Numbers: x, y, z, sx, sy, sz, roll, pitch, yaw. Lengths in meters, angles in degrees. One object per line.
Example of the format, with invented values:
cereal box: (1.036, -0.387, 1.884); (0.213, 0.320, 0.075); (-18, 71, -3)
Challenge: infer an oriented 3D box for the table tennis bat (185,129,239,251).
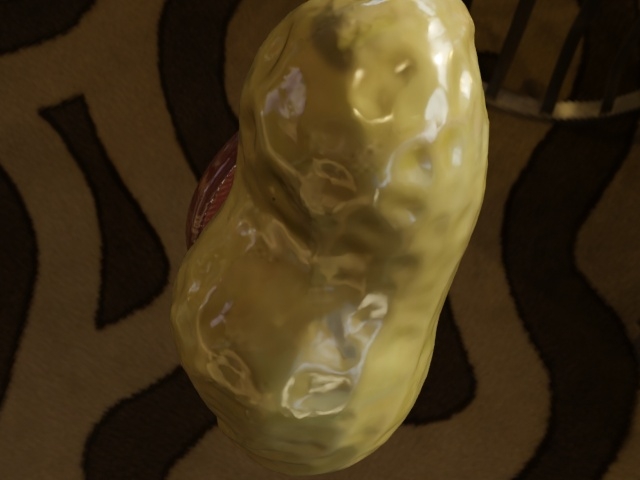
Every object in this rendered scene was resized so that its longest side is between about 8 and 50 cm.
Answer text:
table tennis bat: (0.000, 0.000, 1.118); (0.268, 0.415, 0.051); (-20, 55, -14)

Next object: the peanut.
peanut: (0.000, 0.014, 0.566); (0.147, 0.319, 0.147); (7, 47, -7)
